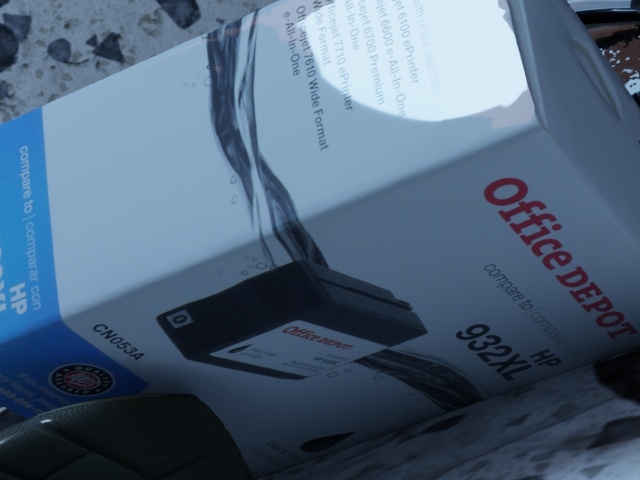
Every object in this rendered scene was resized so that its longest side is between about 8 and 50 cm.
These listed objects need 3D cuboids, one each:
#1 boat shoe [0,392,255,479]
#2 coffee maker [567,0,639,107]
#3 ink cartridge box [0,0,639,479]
[{"bbox_3d":[-0.186,0.169,0.861,0.324,0.122,0.120,-28,9,-16],"label":"boat shoe"},{"bbox_3d":[0.208,-0.071,1.092,0.178,0.171,0.120,-13,-13,21],"label":"coffee maker"},{"bbox_3d":[0.000,0.000,0.913,0.307,0.223,0.129,-22,56,19],"label":"ink cartridge box"}]
